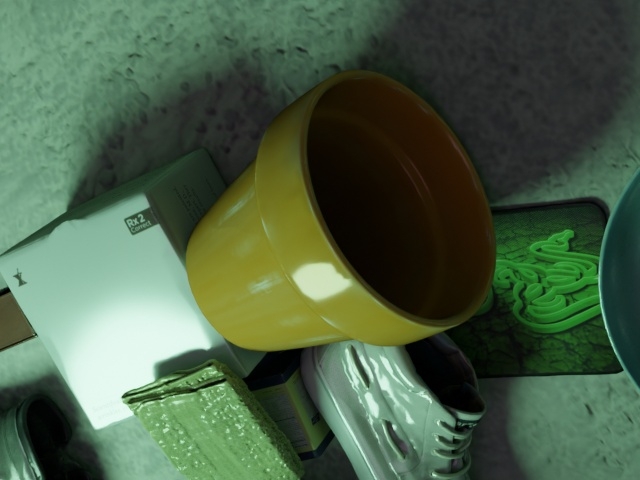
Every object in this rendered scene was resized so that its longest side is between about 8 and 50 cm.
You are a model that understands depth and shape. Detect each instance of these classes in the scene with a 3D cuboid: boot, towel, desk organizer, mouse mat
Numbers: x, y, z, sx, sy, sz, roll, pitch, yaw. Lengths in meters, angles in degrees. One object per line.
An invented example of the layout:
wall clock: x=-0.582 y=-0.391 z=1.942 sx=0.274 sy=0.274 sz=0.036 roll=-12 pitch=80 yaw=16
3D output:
boot: x=0.094 y=0.172 z=1.054 sx=0.123 sy=0.095 sz=0.258 roll=-30 pitch=98 yaw=42
towel: x=-0.087 y=0.162 z=1.052 sx=0.110 sy=0.027 sz=0.148 roll=-18 pitch=124 yaw=25
boot: x=-0.328 y=0.329 z=1.298 sx=0.222 sy=0.118 sz=0.338 roll=-8 pitch=112 yaw=21
desk organizer: x=-0.323 y=0.083 z=1.225 sx=0.130 sy=0.047 sz=0.050 roll=-22 pitch=100 yaw=29
mouse mat: x=0.152 y=0.046 z=1.035 sx=0.189 sy=0.007 sz=0.153 roll=-6 pitch=109 yaw=24

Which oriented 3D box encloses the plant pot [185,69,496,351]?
plant pot: x=0.000 y=0.000 z=0.973 sx=0.188 sy=0.205 sz=0.205 roll=-28 pitch=99 yaw=40

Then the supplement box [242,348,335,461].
supplement box: x=-0.025 y=0.141 z=1.104 sx=0.056 sy=0.083 sz=0.083 roll=-16 pitch=105 yaw=28

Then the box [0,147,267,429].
box: x=-0.150 y=0.043 z=1.093 sx=0.181 sy=0.119 sz=0.182 roll=-22 pitch=102 yaw=29

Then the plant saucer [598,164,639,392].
plant saucer: x=0.368 y=0.032 z=0.917 sx=0.317 sy=0.044 sz=0.318 roll=9 pitch=115 yaw=20
